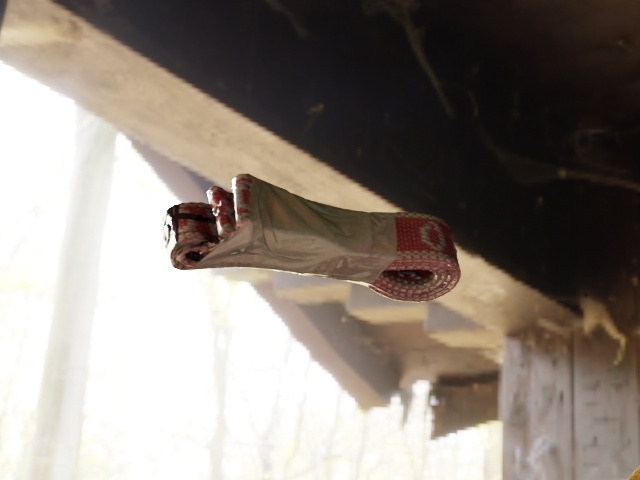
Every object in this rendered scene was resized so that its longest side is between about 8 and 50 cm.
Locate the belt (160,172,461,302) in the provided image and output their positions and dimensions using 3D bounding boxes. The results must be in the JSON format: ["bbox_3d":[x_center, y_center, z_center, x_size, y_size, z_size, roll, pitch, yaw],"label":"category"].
[{"bbox_3d":[0.000,0.000,0.868,0.232,0.053,0.071,7,-42,-25],"label":"belt"}]

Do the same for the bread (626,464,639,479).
[{"bbox_3d":[0.197,0.112,0.513,0.104,0.199,0.199,40,-19,15],"label":"bread"}]
